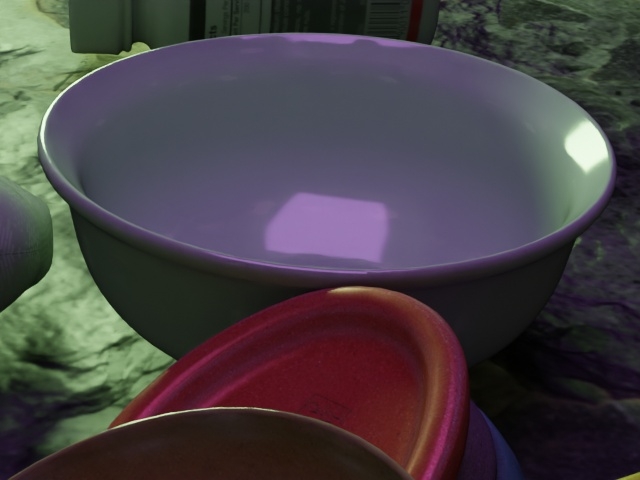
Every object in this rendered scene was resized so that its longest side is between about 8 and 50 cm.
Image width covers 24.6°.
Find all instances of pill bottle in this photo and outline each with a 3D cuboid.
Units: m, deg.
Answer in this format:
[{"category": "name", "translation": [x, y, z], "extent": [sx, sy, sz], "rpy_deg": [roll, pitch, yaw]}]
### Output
[{"category": "pill bottle", "translation": [-0.057, -0.218, 1.164], "extent": [0.283, 0.161, 0.161], "rpy_deg": [-2, 28, -9]}]

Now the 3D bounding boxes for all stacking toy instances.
[{"category": "stacking toy", "translation": [0.020, 0.176, 0.535], "extent": [0.279, 0.130, 0.309], "rpy_deg": [-40, 41, -17]}]

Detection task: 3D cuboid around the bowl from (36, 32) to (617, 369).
[{"category": "bowl", "translation": [0.000, 0.000, 0.782], "extent": [0.298, 0.134, 0.298], "rpy_deg": [3, 28, -2]}]

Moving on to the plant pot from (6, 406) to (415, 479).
[{"category": "plant pot", "translation": [-0.059, 0.155, 0.472], "extent": [0.236, 0.032, 0.236], "rpy_deg": [-15, 41, 13]}]

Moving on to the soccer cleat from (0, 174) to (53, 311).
[{"category": "soccer cleat", "translation": [-0.306, -0.003, 0.811], "extent": [0.331, 0.116, 0.143], "rpy_deg": [7, 6, 12]}]
